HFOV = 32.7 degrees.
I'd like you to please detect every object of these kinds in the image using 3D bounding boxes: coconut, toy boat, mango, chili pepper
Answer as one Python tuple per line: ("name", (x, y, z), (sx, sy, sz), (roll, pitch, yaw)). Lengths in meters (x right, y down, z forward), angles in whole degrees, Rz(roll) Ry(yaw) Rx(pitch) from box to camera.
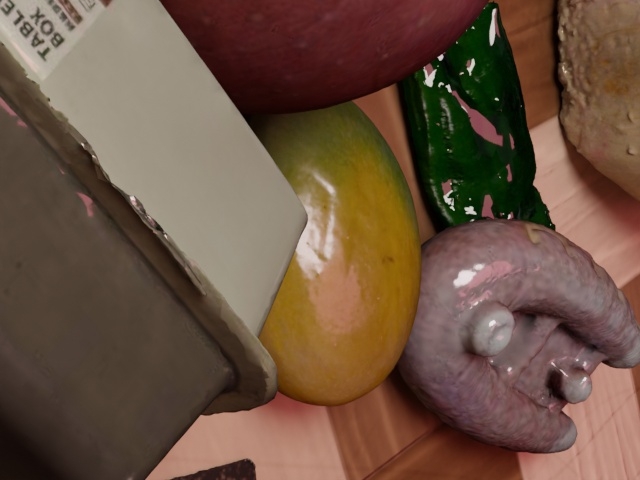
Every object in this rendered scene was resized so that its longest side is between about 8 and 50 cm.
("coconut", (0.354, -0.146, 0.852), (0.297, 0.254, 0.297), (-3, 95, -40))
("toy boat", (0.142, 0.074, 0.750), (0.227, 0.085, 0.155), (35, 97, -37))
("mango", (0.000, 0.000, 0.655), (0.130, 0.092, 0.195), (-15, 92, -32))
("chili pepper", (0.112, -0.065, 0.766), (0.098, 0.061, 0.224), (-29, 114, -23))

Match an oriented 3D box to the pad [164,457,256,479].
("pad", (-0.158, 0.254, 0.576), (0.330, 0.004, 0.220), (-5, 95, -42))

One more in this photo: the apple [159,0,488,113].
("apple", (-0.034, -0.210, 0.503), (0.305, 0.235, 0.306), (18, 70, -63))

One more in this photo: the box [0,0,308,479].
("box", (-0.157, -0.028, 0.426), (0.290, 0.220, 0.166), (53, 47, -29))
